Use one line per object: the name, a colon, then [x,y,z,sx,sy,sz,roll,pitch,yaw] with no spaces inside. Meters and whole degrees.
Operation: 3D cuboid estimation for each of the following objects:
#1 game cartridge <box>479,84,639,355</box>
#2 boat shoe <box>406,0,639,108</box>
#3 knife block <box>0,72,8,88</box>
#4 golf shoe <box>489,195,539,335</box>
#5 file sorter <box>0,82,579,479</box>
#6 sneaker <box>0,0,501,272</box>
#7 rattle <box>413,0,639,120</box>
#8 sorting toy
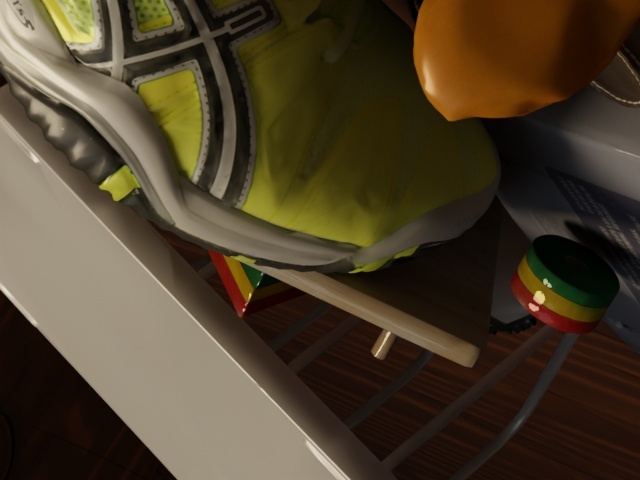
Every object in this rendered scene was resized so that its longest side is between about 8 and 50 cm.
game cartridge: [0.179,0.007,0.876,0.196,0.060,0.294,20,163,37]
boat shoe: [0.064,-0.100,0.706,0.183,0.066,0.066,39,168,-24]
knife block: [-0.281,-0.146,1.150,0.242,0.088,0.275,31,-164,6]
golf shoe: [0.072,-0.004,1.063,0.094,0.077,0.198,40,166,-28]
file sorter: [-0.024,0.024,0.991,0.277,0.173,0.193,45,154,15]
sneaker: [-0.061,-0.126,0.696,0.384,0.145,0.147,37,128,-24]
rattle: [0.105,-0.098,0.442,0.130,0.142,0.199,60,164,-25]
sorting toy: [0.000,0.000,0.823,0.274,0.046,0.132,25,-152,-5]
